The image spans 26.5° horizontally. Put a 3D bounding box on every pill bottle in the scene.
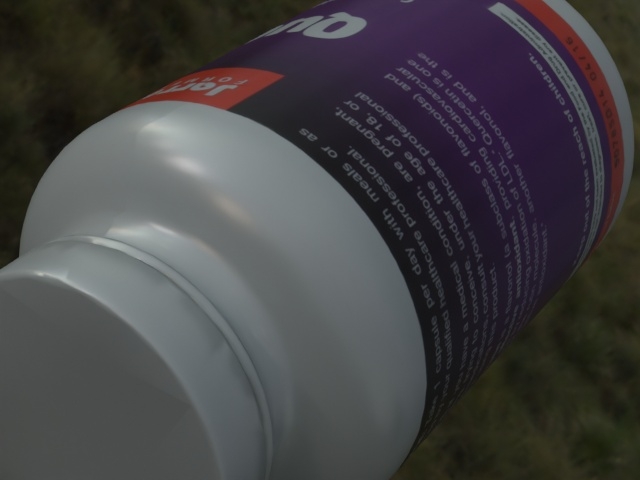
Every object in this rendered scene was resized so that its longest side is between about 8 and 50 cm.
[{"bbox_3d":[0.000,0.000,0.587,0.181,0.181,0.323,54,41,-2],"label":"pill bottle"}]
